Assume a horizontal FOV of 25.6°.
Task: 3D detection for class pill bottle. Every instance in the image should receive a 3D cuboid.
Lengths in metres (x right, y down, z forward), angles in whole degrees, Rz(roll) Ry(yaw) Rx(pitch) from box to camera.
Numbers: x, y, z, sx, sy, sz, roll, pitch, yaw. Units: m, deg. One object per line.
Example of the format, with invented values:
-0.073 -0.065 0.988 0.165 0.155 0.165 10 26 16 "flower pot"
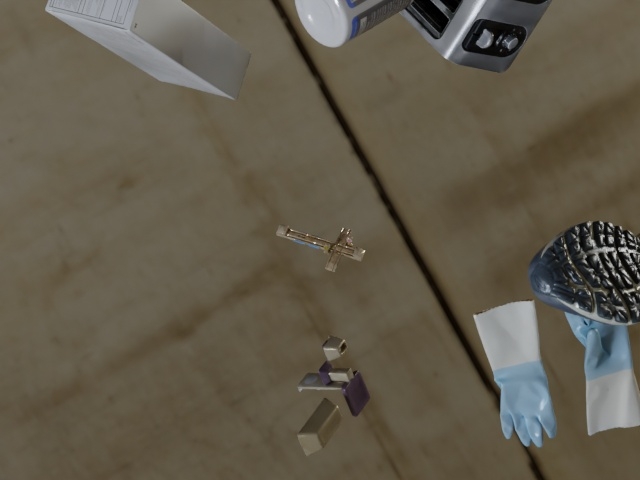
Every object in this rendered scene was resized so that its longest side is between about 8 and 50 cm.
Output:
0.048 -0.256 1.415 0.137 0.078 0.078 -33 -176 -29 "pill bottle"

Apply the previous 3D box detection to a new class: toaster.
0.178 -0.314 1.634 0.110 0.186 0.168 -2 134 -45 "toaster"

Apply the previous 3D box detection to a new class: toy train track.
0.000 0.000 1.289 0.014 0.083 0.048 91 19 -58 "toy train track"

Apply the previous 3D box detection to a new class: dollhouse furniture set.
-0.017 0.174 1.564 0.081 0.091 0.114 -1 -146 36 "dollhouse furniture set"

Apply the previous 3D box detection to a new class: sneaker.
0.293 0.049 1.469 0.122 0.110 0.283 -28 162 39 "sneaker"

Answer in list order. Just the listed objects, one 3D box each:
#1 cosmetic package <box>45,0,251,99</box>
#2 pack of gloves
-0.164 -0.208 1.402 0.239 0.099 0.060 27 82 -67 "cosmetic package"
0.325 0.180 1.880 0.195 0.232 0.046 -15 -155 3 "pack of gloves"
